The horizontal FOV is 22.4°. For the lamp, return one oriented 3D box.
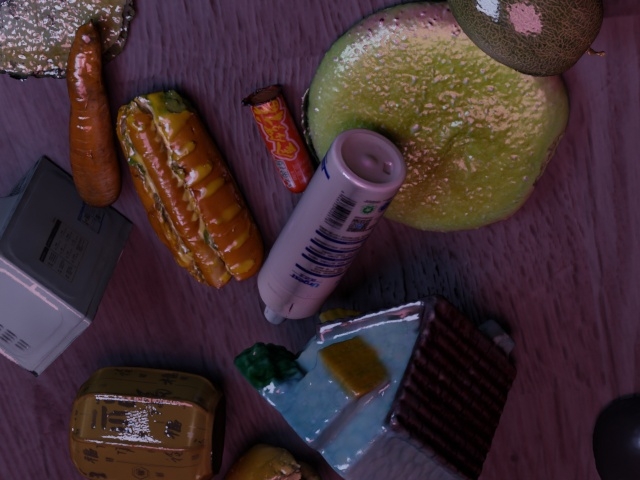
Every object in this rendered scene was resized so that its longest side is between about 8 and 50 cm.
[{"bbox_3d":[-0.216,0.238,2.032,0.185,0.161,0.161,4,124,5],"label":"lamp"}]

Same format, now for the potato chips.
[{"bbox_3d":[-0.313,-0.276,1.784,0.202,0.029,0.220,-13,123,16],"label":"potato chips"}]

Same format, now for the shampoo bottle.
[{"bbox_3d":[0.000,0.000,1.853,0.092,0.092,0.303,24,137,-7],"label":"shampoo bottle"}]

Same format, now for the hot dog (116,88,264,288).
[{"bbox_3d":[-0.156,-0.056,1.878,0.115,0.072,0.269,-15,121,27],"label":"hot dog"}]

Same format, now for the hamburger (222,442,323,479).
[{"bbox_3d":[-0.095,0.361,2.109,0.124,0.131,0.262,9,127,-40],"label":"hamburger"}]

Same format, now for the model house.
[{"bbox_3d":[0.089,0.153,1.894,0.249,0.230,0.280,-47,145,0],"label":"model house"}]

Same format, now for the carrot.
[{"bbox_3d":[-0.262,-0.140,1.838,0.059,0.059,0.248,4,127,6],"label":"carrot"}]

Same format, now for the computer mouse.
[{"bbox_3d":[0.469,0.270,1.979,0.269,0.100,0.170,-11,123,16],"label":"computer mouse"}]

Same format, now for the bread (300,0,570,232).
[{"bbox_3d":[0.125,-0.133,1.798,0.301,0.045,0.301,4,123,7],"label":"bread"}]

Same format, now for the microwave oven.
[{"bbox_3d":[-0.330,0.029,1.874,0.162,0.208,0.122,38,121,-16],"label":"microwave oven"}]

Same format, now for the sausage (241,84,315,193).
[{"bbox_3d":[-0.041,-0.106,1.840,0.050,0.048,0.145,-33,122,-16],"label":"sausage"}]

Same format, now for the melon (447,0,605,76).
[{"bbox_3d":[0.213,-0.244,1.651,0.192,0.139,0.139,37,121,-5],"label":"melon"}]
